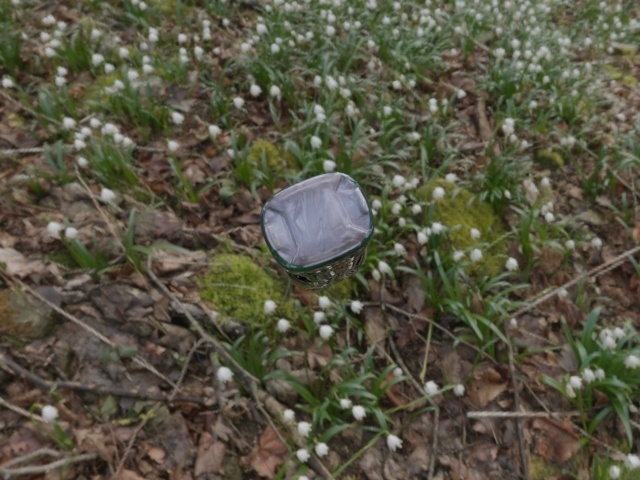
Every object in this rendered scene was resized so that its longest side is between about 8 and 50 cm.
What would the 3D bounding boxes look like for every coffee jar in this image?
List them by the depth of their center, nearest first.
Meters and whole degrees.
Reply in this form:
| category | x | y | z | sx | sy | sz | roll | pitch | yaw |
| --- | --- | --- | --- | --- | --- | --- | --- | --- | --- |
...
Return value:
| category | x | y | z | sx | sy | sz | roll | pitch | yaw |
| --- | --- | --- | --- | --- | --- | --- | --- | --- | --- |
| coffee jar | 0.000 | 0.000 | 0.555 | 0.096 | 0.184 | 0.079 | -23 | 79 | -2 |
